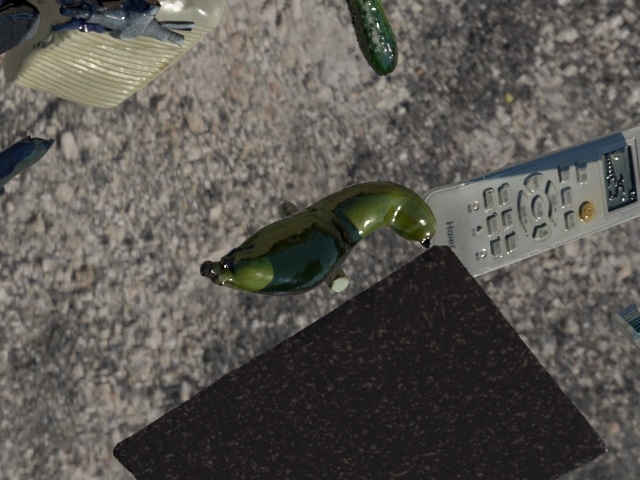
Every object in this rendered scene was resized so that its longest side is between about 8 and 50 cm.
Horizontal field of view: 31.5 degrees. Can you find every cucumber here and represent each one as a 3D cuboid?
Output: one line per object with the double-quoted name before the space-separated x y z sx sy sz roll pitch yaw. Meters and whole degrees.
"cucumber" 0.082 -0.373 1.901 0.069 0.069 0.227 -23 128 0

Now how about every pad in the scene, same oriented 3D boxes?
"pad" 0.024 0.162 0.880 0.330 0.004 0.220 -33 108 20

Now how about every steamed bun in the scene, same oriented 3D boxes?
"steamed bun" -0.321 -0.374 1.725 0.247 0.236 0.383 6 160 -37

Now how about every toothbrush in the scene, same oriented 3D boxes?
"toothbrush" 0.338 0.142 1.001 0.030 0.304 0.030 -7 120 -13

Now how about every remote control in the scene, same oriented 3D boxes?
"remote control" 0.247 -0.046 1.298 0.313 0.055 0.109 -18 107 -25

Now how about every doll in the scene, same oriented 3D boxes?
"doll" -0.265 -0.058 0.942 0.125 0.037 0.027 -26 85 35

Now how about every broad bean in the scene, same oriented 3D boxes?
"broad bean" 0.000 0.000 0.886 0.213 0.048 0.070 -17 84 -28

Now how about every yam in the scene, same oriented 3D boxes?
"yam" -0.008 0.004 0.969 0.021 0.116 0.021 -17 133 -20

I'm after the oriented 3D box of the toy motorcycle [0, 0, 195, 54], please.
"toy motorcycle" -0.277 -0.209 0.997 0.212 0.358 0.125 41 142 10
